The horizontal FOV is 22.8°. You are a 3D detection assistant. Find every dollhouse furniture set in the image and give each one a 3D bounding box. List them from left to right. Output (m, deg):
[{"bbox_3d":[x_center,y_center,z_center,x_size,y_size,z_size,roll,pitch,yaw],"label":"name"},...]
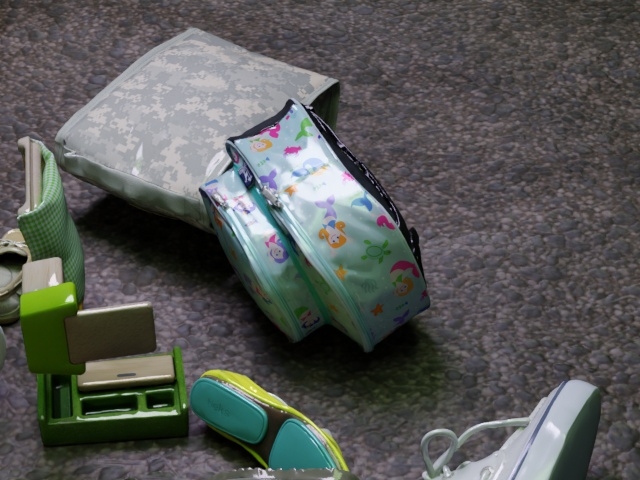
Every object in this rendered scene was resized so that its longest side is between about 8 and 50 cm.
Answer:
[{"bbox_3d":[-0.232,0.041,1.673,0.151,0.198,0.301,-6,38,-6],"label":"dollhouse furniture set"}]

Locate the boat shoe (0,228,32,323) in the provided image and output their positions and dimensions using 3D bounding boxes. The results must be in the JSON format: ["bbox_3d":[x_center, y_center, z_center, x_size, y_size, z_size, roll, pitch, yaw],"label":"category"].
[{"bbox_3d":[-0.354,0.031,1.808,0.056,0.048,0.153,3,37,3],"label":"boat shoe"}]

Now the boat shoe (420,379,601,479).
[{"bbox_3d":[0.134,0.254,1.469,0.156,0.136,0.367,16,50,25],"label":"boat shoe"}]

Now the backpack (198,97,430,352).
[{"bbox_3d":[0.000,0.000,1.715,0.191,0.225,0.253,-38,53,-10],"label":"backpack"}]

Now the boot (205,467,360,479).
[{"bbox_3d":[-0.054,0.309,1.432,0.189,0.076,0.208,-12,50,32],"label":"boot"}]

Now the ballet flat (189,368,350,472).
[{"bbox_3d":[-0.033,0.196,1.581,0.231,0.077,0.077,33,18,34],"label":"ballet flat"}]

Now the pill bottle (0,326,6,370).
[{"bbox_3d":[-0.452,0.056,1.683,0.162,0.162,0.278,-22,43,-27],"label":"pill bottle"}]

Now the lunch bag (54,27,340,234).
[{"bbox_3d":[-0.147,-0.111,1.900,0.235,0.169,0.287,23,38,26],"label":"lunch bag"}]
